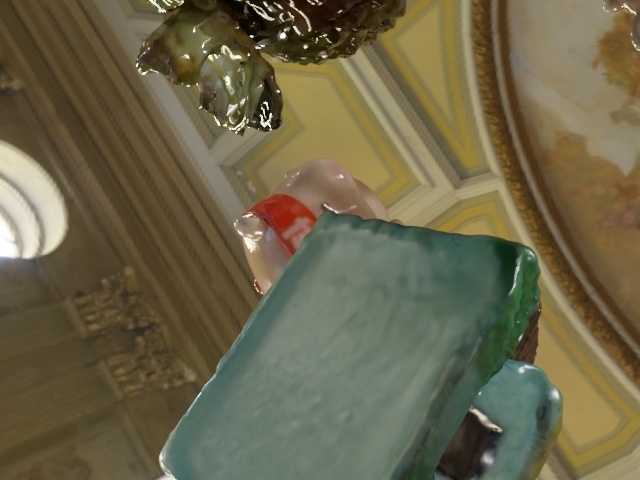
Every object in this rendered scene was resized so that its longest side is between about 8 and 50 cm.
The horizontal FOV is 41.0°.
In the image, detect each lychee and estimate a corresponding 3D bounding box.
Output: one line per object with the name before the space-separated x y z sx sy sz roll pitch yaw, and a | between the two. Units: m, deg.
lychee | -0.037 -0.253 0.625 0.270 0.270 0.320 33 -78 21

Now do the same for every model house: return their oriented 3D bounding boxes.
model house | 0.068 0.160 0.619 0.230 0.249 0.280 13 -115 54

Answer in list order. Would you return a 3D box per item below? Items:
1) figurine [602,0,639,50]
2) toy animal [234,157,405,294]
figurine | 0.361 -0.309 0.899 0.173 0.247 0.177 40 -41 25
toy animal | 0.000 0.000 0.894 0.171 0.198 0.171 4 -73 15
